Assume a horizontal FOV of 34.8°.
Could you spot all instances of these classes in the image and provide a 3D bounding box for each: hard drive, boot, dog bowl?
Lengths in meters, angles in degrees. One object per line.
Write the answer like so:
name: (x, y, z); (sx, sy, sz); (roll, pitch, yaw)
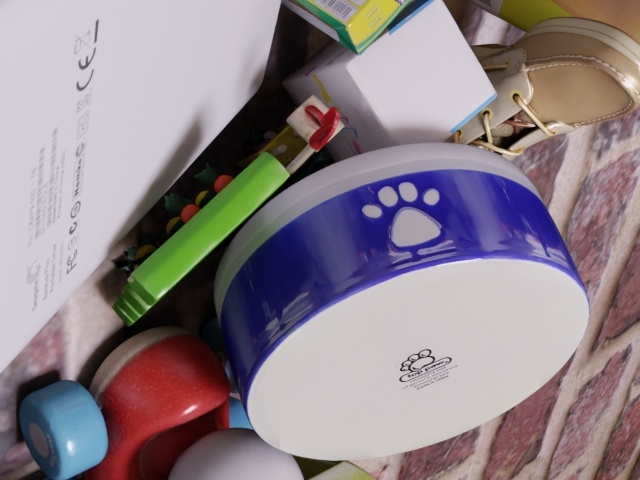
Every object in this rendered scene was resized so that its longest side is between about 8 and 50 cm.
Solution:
hard drive: (-0.107, -0.089, 0.541); (0.353, 0.047, 0.233); (-56, 169, -45)
boot: (0.128, -0.071, 0.814); (0.095, 0.262, 0.203); (45, 72, -25)
dog bowl: (0.059, 0.055, 0.762); (0.264, 0.104, 0.265); (-12, 143, -9)

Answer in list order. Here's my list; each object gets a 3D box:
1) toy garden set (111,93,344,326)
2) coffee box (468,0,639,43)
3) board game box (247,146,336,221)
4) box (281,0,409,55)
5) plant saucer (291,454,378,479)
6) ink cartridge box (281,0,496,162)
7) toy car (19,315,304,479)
toy garden set: (-0.067, -0.034, 0.707); (0.204, 0.049, 0.244); (-44, -176, -16)
coffee box: (0.398, -0.286, 0.868); (0.338, 0.334, 0.338); (-8, 127, -48)
board game box: (0.000, 0.000, 0.919); (0.126, 0.026, 0.186); (-49, 149, -24)
box: (0.044, -0.225, 0.704); (0.179, 0.105, 0.043); (-49, 155, -6)
plant saucer: (-0.060, 0.251, 1.005); (0.188, 0.188, 0.045); (-17, 100, -42)
ink cartridge box: (0.045, -0.116, 0.781); (0.092, 0.143, 0.090); (-40, 107, -16)
toy car: (-0.091, 0.208, 0.833); (0.219, 0.238, 0.210); (-20, 136, -39)
